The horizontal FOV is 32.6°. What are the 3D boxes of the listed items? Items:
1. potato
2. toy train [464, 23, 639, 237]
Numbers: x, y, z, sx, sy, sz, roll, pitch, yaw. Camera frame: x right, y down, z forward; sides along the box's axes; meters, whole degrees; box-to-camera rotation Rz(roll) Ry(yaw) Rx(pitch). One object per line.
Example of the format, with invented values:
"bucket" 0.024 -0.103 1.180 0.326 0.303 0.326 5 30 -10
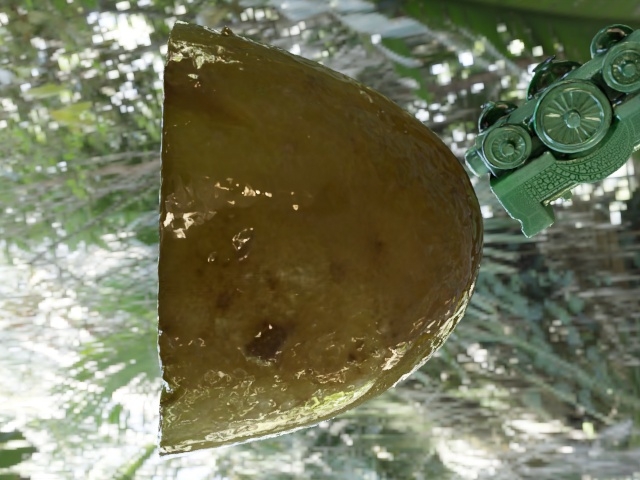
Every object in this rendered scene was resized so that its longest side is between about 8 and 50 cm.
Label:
"potato" 0.000 0.000 0.527 0.178 0.158 0.203 137 132 -84
"toy train" 0.200 -0.087 0.835 0.104 0.178 0.071 51 -160 -16
